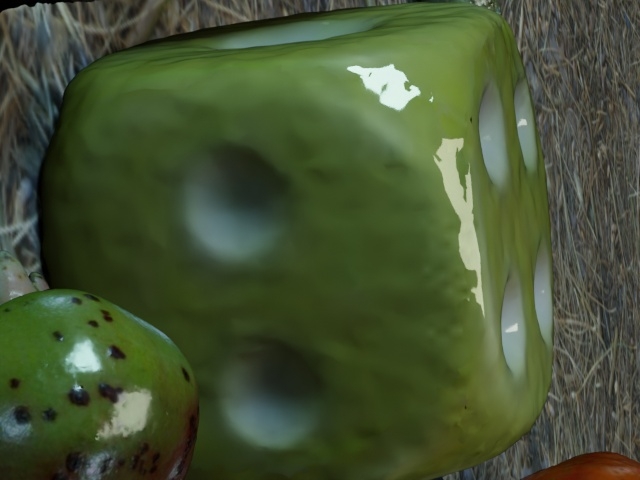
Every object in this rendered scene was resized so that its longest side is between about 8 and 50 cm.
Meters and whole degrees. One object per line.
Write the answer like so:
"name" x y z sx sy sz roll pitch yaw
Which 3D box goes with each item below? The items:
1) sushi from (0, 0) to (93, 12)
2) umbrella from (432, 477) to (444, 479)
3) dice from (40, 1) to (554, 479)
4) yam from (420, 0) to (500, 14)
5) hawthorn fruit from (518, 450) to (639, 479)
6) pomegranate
"sushi" -0.142 -0.156 0.932 0.094 0.084 0.098 -4 91 -73
"umbrella" 0.058 0.258 1.352 0.122 0.110 0.272 8 72 -35
"dice" 0.000 0.000 1.081 0.238 0.227 0.233 -43 126 -69
"yam" 0.110 -0.260 1.714 0.078 0.078 0.179 -42 125 -67
"hawthorn fruit" 0.216 0.277 1.668 0.299 0.211 0.211 25 60 -56
"pomegranate" -0.128 0.079 0.877 0.129 0.159 0.129 -11 109 -33
